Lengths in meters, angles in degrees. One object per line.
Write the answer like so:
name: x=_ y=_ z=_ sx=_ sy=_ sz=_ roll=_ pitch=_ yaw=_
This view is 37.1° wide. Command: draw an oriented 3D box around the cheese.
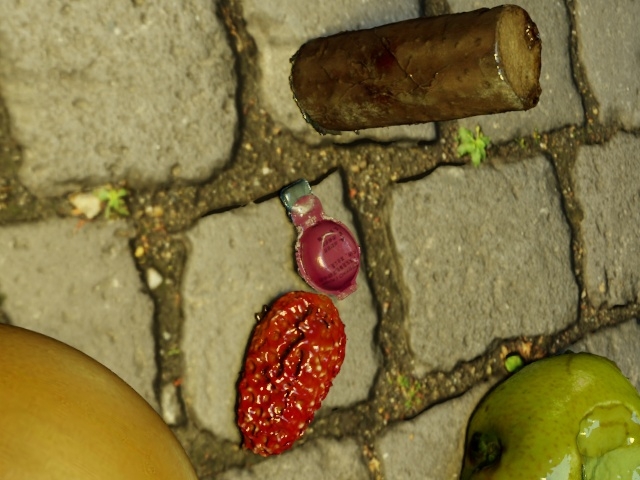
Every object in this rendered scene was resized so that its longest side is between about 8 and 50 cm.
cheese: x=0.000 y=0.000 z=1.091 sx=0.095 sy=0.038 sz=0.145 roll=-33 pitch=100 yaw=-39

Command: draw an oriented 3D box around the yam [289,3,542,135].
yam: x=0.106 y=-0.186 z=1.054 sx=0.131 sy=0.280 sz=0.131 roll=1 pitch=88 yaw=-49

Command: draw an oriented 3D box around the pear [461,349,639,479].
pear: x=0.299 y=0.272 z=1.236 sx=0.255 sy=0.164 sz=0.238 roll=-2 pitch=89 yaw=-39

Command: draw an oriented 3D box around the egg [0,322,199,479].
egg: x=-0.235 y=0.220 z=0.714 sx=0.282 sy=0.283 sz=0.351 roll=-50 pitch=117 yaw=-31

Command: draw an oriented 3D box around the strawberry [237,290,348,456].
strawberry: x=-0.021 y=0.145 z=1.033 sx=0.121 sy=0.082 sz=0.188 roll=33 pitch=63 yaw=-36
